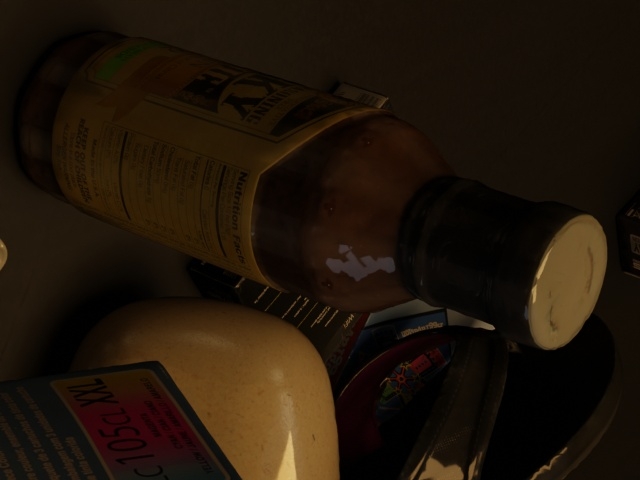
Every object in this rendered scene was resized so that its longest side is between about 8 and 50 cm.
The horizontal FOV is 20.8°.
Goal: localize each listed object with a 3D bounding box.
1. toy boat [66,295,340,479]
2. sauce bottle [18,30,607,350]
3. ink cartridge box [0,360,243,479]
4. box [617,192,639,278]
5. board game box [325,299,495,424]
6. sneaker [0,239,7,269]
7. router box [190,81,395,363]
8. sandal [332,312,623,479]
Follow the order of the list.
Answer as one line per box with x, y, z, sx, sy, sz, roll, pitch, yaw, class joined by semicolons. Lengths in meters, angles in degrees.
-0.019;0.181;1.082;0.148;0.318;0.267;5;96;-83;toy boat
-0.011;-0.027;0.929;0.111;0.344;0.111;-29;129;-44;sauce bottle
-0.245;0.227;0.848;0.395;0.151;0.270;-6;115;-27;ink cartridge box
0.460;-0.052;1.613;0.307;0.242;0.076;-45;138;-30;box
0.098;0.093;1.402;0.281;0.027;0.145;34;79;-54;board game box
-0.219;0.074;0.949;0.083;0.071;0.190;28;85;-60;sneaker
0.000;0.000;1.210;0.179;0.046;0.133;-51;142;-21;router box
0.050;0.157;1.230;0.446;0.167;0.107;-35;121;-28;sandal
